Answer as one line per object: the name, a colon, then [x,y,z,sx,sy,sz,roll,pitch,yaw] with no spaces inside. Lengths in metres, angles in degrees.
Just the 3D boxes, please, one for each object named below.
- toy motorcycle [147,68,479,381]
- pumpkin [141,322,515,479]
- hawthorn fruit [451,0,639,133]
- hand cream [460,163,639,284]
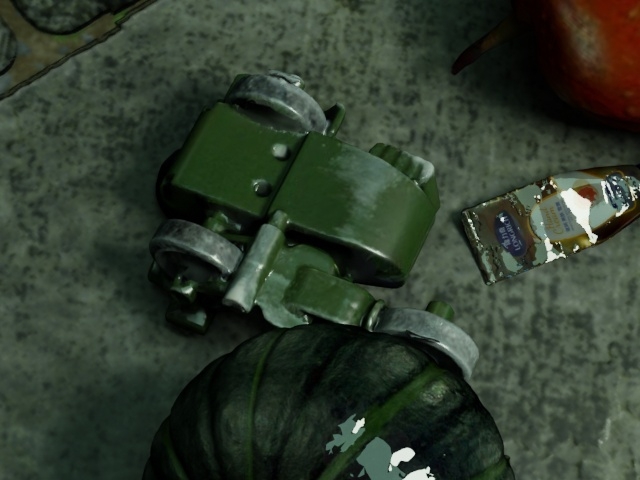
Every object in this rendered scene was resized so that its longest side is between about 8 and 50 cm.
toy motorcycle: [0.000,0.000,1.324,0.275,0.127,0.205,22,64,10]
pumpkin: [0.006,0.172,1.195,0.250,0.216,0.249,1,98,10]
hawthorn fruit: [0.238,-0.181,1.388,0.300,0.254,0.254,-26,70,12]
hand cream: [0.189,-0.021,1.400,0.163,0.039,0.062,-20,87,-13]
